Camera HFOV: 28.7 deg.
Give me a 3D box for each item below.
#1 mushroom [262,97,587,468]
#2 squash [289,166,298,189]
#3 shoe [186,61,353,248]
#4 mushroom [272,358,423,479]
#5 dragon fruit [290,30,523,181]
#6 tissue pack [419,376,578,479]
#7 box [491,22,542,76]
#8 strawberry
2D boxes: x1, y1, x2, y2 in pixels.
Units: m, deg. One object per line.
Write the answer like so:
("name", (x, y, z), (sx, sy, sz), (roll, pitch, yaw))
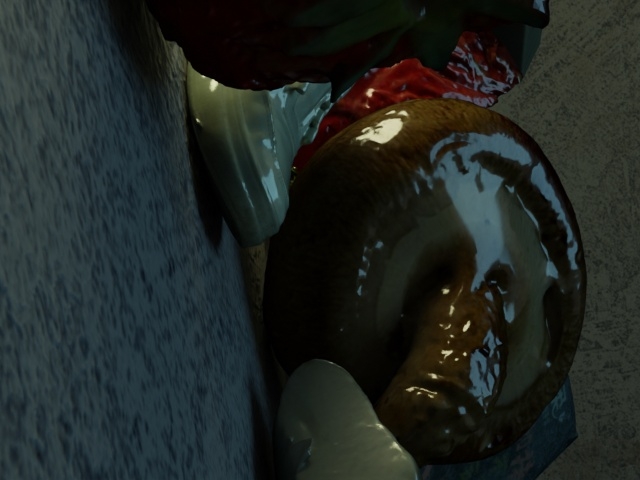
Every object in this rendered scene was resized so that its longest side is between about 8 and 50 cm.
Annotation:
("mushroom", (0.096, 0.038, 1.124), (0.345, 0.239, 0.345), (-42, 142, -43))
("squash", (-0.002, 0.001, 1.268), (0.071, 0.080, 0.318), (65, 7, 19))
("shoe", (-0.019, -0.141, 0.975), (0.124, 0.159, 0.316), (74, 5, -57))
("mushroom", (0.038, 0.258, 0.993), (0.159, 0.122, 0.328), (-81, 162, -49))
("dragon fruit", (0.058, -0.192, 1.383), (0.240, 0.330, 0.302), (146, -67, -72))
("tissue pack", (0.144, 0.213, 1.340), (0.103, 0.316, 0.227), (22, -43, 42))
("box", (0.087, -0.329, 1.476), (0.373, 0.367, 0.090), (65, 47, -75))
("strawberry", (-0.001, -0.244, 0.807), (0.310, 0.292, 0.291), (-120, -169, -47))
